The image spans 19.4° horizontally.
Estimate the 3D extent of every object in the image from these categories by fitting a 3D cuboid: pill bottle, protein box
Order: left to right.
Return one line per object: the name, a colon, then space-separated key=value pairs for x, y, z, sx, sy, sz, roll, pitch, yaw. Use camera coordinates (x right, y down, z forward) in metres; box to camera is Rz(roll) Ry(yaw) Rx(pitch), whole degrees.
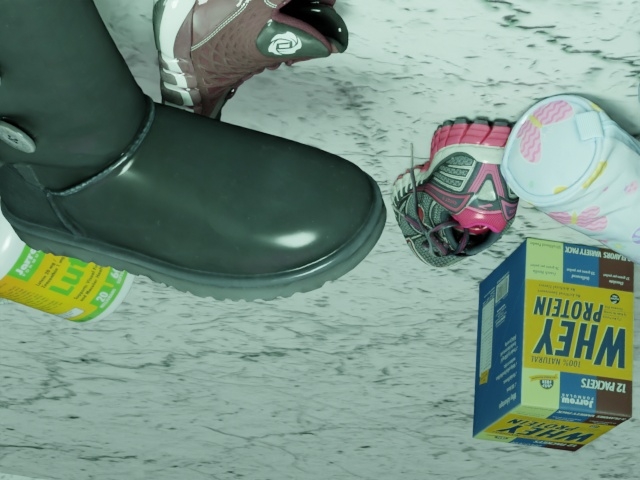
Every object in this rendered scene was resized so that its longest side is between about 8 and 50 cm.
pill bottle: x=-0.335 y=-0.001 z=2.094 sx=0.136 sy=0.136 sz=0.246 roll=-13 pitch=155 yaw=41
protein box: x=0.276 y=0.128 z=2.241 sx=0.136 sy=0.201 sz=0.200 roll=8 pitch=161 yaw=-10

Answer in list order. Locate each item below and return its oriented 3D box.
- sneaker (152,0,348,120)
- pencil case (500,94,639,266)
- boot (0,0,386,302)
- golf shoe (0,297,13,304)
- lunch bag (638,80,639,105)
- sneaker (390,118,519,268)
sneaker: x=-0.057 y=-0.157 z=1.642 sx=0.163 sy=0.106 sz=0.281 roll=1 pitch=160 yaw=0
pencil case: x=0.299 y=-0.050 z=1.858 sx=0.124 sy=0.113 sz=0.273 roll=-12 pitch=155 yaw=40
boot: x=-0.171 y=-0.140 z=1.477 sx=0.367 sy=0.146 sz=0.445 roll=3 pitch=144 yaw=21
golf shoe: x=-0.389 y=0.058 z=2.392 sx=0.176 sy=0.069 sz=0.086 roll=-4 pitch=165 yaw=24
lunch bag: x=0.428 y=-0.131 z=1.606 sx=0.303 sy=0.115 sz=0.243 roll=1 pitch=163 yaw=13
sneaker: x=0.137 y=-0.027 z=1.962 sx=0.121 sy=0.112 sz=0.299 roll=5 pitch=162 yaw=-3
